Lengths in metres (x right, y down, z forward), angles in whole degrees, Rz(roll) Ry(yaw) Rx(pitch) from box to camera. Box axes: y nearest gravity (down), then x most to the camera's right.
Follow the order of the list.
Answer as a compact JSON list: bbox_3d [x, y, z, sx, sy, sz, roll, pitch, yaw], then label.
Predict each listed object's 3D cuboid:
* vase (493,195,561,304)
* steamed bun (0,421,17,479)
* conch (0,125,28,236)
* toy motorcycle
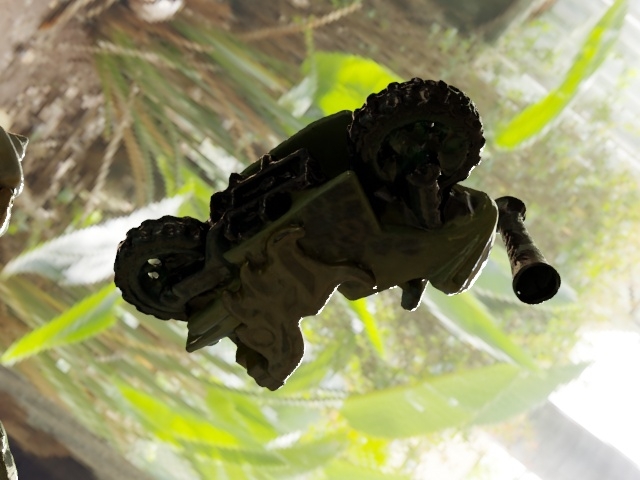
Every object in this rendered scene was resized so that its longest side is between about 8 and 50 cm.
[{"bbox_3d":[0.244,0.009,1.481,0.059,0.059,0.167,-51,-156,22],"label":"vase"},{"bbox_3d":[-0.273,0.151,0.655,0.268,0.280,0.207,-53,160,17],"label":"steamed bun"},{"bbox_3d":[-0.426,-0.039,1.335,0.255,0.158,0.127,-34,167,-14],"label":"conch"},{"bbox_3d":[0.000,0.000,1.200,0.410,0.237,0.168,-26,-145,22],"label":"toy motorcycle"}]
